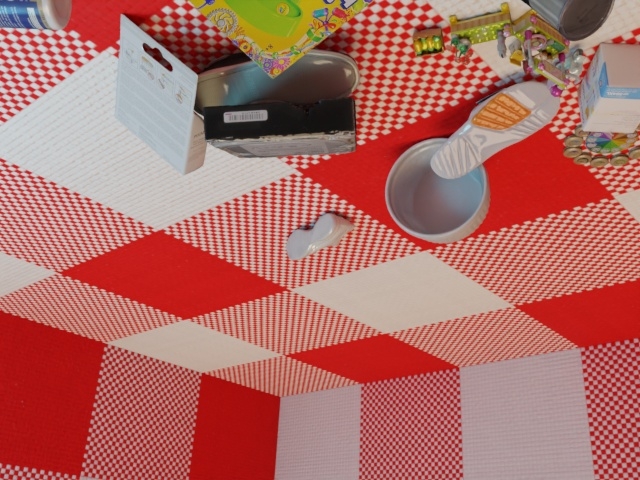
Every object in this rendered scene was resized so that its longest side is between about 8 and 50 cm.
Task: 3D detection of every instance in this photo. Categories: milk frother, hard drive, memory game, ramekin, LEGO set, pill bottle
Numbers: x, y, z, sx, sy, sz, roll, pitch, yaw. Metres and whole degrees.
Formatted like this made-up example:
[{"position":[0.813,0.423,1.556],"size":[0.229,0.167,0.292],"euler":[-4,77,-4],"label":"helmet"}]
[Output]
[{"position":[0.314,-0.363,0.940],"size":[0.143,0.135,0.129],"euler":[24,116,-42],"label":"milk frother"},{"position":[-0.054,-0.187,1.244],"size":[0.236,0.064,0.339],"euler":[-3,-177,2],"label":"hard drive"},{"position":[0.572,-0.193,1.405],"size":[0.186,0.012,0.186],"euler":[3,154,1],"label":"memory game"},{"position":[0.244,-0.091,1.444],"size":[0.207,0.207,0.109],"euler":[-8,161,23],"label":"ramekin"},{"position":[0.291,-0.288,1.130],"size":[0.286,0.107,0.132],"euler":[8,154,-11],"label":"LEGO set"},{"position":[-0.470,-0.366,1.071],"size":[0.169,0.094,0.094],"euler":[2,154,1],"label":"pill bottle"}]

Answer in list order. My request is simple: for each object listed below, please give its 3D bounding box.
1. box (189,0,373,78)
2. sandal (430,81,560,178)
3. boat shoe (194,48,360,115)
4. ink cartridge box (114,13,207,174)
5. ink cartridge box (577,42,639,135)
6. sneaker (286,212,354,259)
[{"position":[-0.043,-0.390,0.782],"size":[0.289,0.177,0.279],"euler":[-34,142,19],"label":"box"},{"position":[0.308,-0.214,1.315],"size":[0.102,0.076,0.265],"euler":[41,127,-21],"label":"sandal"},{"position":[-0.078,-0.282,1.213],"size":[0.302,0.091,0.114],"euler":[-1,128,13],"label":"boat shoe"},{"position":[-0.270,-0.251,1.238],"size":[0.189,0.066,0.232],"euler":[40,137,15],"label":"ink cartridge box"},{"position":[0.496,-0.248,1.206],"size":[0.089,0.092,0.143],"euler":[3,154,2],"label":"ink cartridge box"},{"position":[0.000,0.000,1.809],"size":[0.094,0.080,0.212],"euler":[9,155,-38],"label":"sneaker"}]
